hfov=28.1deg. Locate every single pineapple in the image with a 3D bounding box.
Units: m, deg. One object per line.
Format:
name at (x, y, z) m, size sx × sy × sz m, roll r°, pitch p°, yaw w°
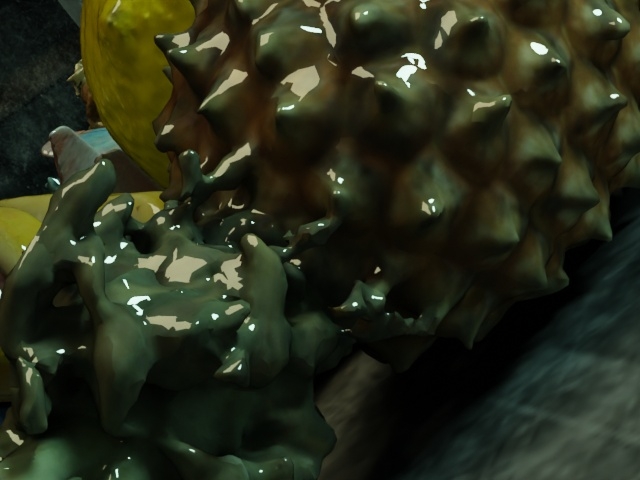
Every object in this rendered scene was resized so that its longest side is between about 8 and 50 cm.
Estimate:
pineapple at (0.000, 0.000, 0.388) m, size 0.175 × 0.175 × 0.361 m, roll -25°, pitch 29°, yaw 51°

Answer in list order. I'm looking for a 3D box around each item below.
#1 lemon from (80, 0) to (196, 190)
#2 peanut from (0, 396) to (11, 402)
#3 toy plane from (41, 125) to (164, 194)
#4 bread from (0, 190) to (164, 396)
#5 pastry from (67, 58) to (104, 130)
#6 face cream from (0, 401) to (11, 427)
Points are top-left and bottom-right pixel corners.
lemon at (-0.001, -0.123, 0.661) m, size 0.288 × 0.233 × 0.233 m, roll -37°, pitch 9°, yaw 33°
peanut at (-0.241, 0.088, 0.908) m, size 0.274 × 0.111 × 0.125 m, roll -33°, pitch -4°, yaw 10°
toy plane at (-0.056, -0.060, 0.886) m, size 0.223 × 0.104 × 0.326 m, roll 23°, pitch 36°, yaw 38°
bread at (-0.090, 0.020, 0.515) m, size 0.225 × 0.081 × 0.134 m, roll -1°, pitch -4°, yaw -36°
pastry at (-0.093, -0.145, 1.077) m, size 0.275 × 0.193 × 0.275 m, roll -39°, pitch -10°, yaw -8°
face cream at (-0.184, 0.141, 0.528) m, size 0.264 × 0.083 × 0.149 m, roll -28°, pitch 22°, yaw 47°
